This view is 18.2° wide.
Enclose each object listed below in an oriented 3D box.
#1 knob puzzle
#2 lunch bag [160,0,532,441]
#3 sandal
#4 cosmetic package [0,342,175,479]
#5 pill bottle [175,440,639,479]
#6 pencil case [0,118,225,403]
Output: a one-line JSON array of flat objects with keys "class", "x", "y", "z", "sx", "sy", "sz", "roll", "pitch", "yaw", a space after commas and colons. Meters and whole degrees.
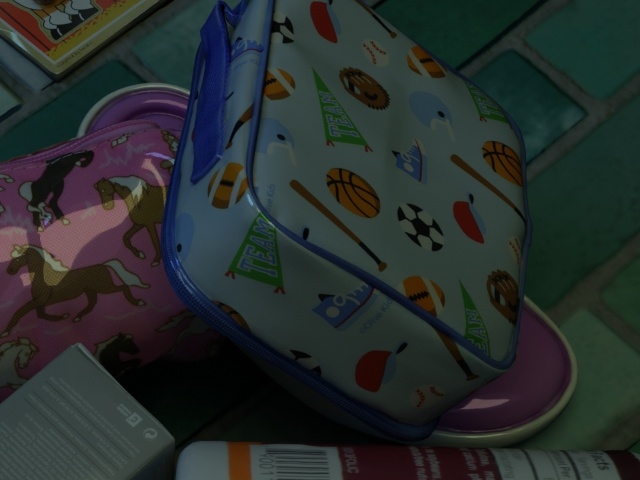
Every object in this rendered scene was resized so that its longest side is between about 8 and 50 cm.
[{"class": "knob puzzle", "x": -0.215, "y": -0.238, "z": 1.607, "sx": 0.213, "sy": 0.030, "sz": 0.213, "roll": 2, "pitch": 57, "yaw": -3}, {"class": "lunch bag", "x": 0.014, "y": -0.036, "z": 1.272, "sx": 0.243, "sy": 0.115, "sz": 0.303, "roll": 31, "pitch": 34, "yaw": -21}, {"class": "sandal", "x": -0.008, "y": 0.011, "z": 1.419, "sx": 0.416, "sy": 0.102, "sz": 0.169, "roll": 30, "pitch": 60, "yaw": 14}, {"class": "cosmetic package", "x": -0.203, "y": 0.191, "z": 1.215, "sx": 0.238, "sy": 0.127, "sz": 0.107, "roll": -37, "pitch": 67, "yaw": -27}, {"class": "pill bottle", "x": 0.105, "y": 0.236, "z": 1.212, "sx": 0.392, "sy": 0.224, "sz": 0.224, "roll": 2, "pitch": 57, "yaw": -3}, {"class": "pencil case", "x": -0.249, "y": 0.034, "z": 1.292, "sx": 0.386, "sy": 0.167, "sz": 0.160, "roll": -12, "pitch": 49, "yaw": -14}]
